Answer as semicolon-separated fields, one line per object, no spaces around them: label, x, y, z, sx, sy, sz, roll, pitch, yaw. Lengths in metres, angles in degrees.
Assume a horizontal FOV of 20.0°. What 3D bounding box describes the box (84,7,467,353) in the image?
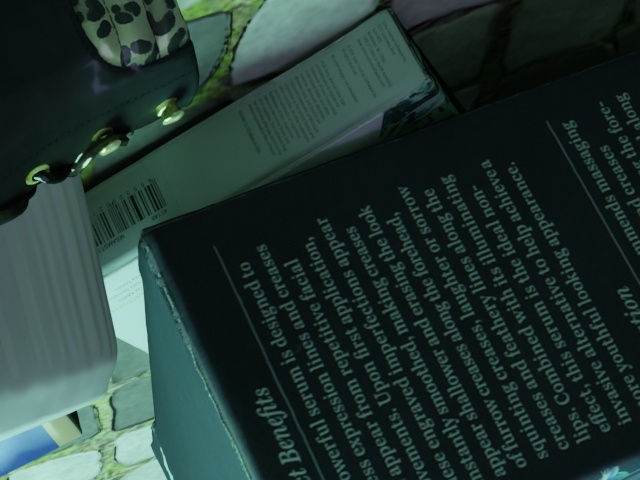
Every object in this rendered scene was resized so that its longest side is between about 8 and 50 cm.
box;0.000;0.000;1.079;0.232;0.058;0.322;-30;158;10

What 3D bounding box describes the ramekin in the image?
ramekin;-0.212;0.049;0.769;0.273;0.127;0.273;-22;178;-1

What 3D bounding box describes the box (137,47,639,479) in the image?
box;0.118;0.076;1.026;0.395;0.212;0.293;-21;157;-13

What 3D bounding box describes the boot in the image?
boot;-0.115;-0.005;0.614;0.179;0.236;0.085;-24;-163;-15

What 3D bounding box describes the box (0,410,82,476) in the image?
box;-0.239;0.095;0.939;0.225;0.136;0.036;-26;132;2
